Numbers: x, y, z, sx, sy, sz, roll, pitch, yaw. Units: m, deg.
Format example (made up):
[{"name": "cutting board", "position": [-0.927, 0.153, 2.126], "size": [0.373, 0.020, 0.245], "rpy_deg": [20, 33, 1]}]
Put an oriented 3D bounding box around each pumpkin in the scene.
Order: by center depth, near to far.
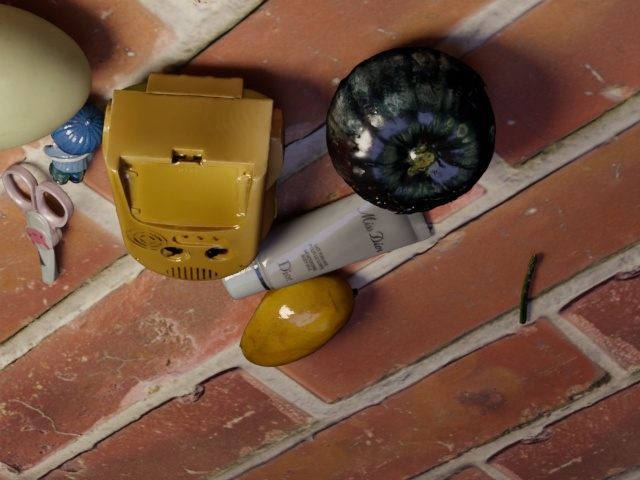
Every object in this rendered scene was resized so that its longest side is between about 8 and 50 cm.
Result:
[{"name": "pumpkin", "position": [0.120, -0.143, 1.657], "size": [0.233, 0.163, 0.233], "rpy_deg": [-6, 129, -7]}]

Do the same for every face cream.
[{"name": "face cream", "position": [0.000, 0.000, 1.872], "size": [0.314, 0.089, 0.143], "rpy_deg": [-22, 132, 7]}]

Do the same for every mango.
[{"name": "mango", "position": [-0.046, 0.127, 1.972], "size": [0.227, 0.109, 0.147], "rpy_deg": [-37, 148, 31]}]

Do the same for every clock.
[{"name": "clock", "position": [-0.176, -0.072, 1.731], "size": [0.244, 0.200, 0.317], "rpy_deg": [6, 143, -1]}]

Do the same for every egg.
[{"name": "egg", "position": [-0.418, -0.207, 1.587], "size": [0.253, 0.189, 0.189], "rpy_deg": [1, 135, -7]}]

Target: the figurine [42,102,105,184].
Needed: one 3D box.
[{"name": "figurine", "position": [-0.347, -0.134, 1.738], "size": [0.086, 0.087, 0.149], "rpy_deg": [-2, 142, -23]}]

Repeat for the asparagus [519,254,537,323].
[{"name": "asparagus", "position": [0.326, 0.075, 1.976], "size": [0.016, 0.016, 0.163], "rpy_deg": [20, 138, 19]}]

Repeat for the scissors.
[{"name": "scissors", "position": [-0.413, -0.014, 1.873], "size": [0.118, 0.030, 0.242], "rpy_deg": [26, 143, 16]}]
